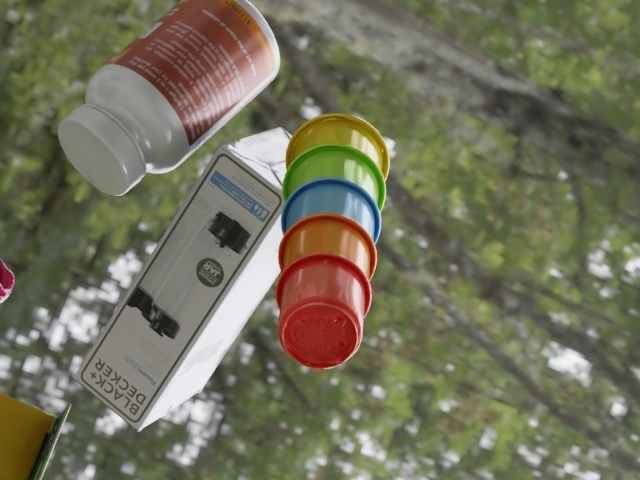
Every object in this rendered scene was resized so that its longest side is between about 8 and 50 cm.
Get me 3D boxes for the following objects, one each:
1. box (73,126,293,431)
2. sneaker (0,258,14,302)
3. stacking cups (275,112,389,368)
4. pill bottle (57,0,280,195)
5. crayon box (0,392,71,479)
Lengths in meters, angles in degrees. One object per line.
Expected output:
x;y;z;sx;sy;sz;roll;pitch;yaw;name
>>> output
-0.109;0.036;1.719;0.087;0.169;0.290;37;-69;10;box
-0.371;-0.072;1.674;0.112;0.121;0.299;-7;-75;20;sneaker
0.000;0.000;1.427;0.096;0.096;0.316;-46;-165;24;stacking cups
-0.149;-0.144;1.695;0.121;0.121;0.216;2;-140;51;pill bottle
-0.360;0.283;1.787;0.323;0.083;0.203;-46;-158;60;crayon box
